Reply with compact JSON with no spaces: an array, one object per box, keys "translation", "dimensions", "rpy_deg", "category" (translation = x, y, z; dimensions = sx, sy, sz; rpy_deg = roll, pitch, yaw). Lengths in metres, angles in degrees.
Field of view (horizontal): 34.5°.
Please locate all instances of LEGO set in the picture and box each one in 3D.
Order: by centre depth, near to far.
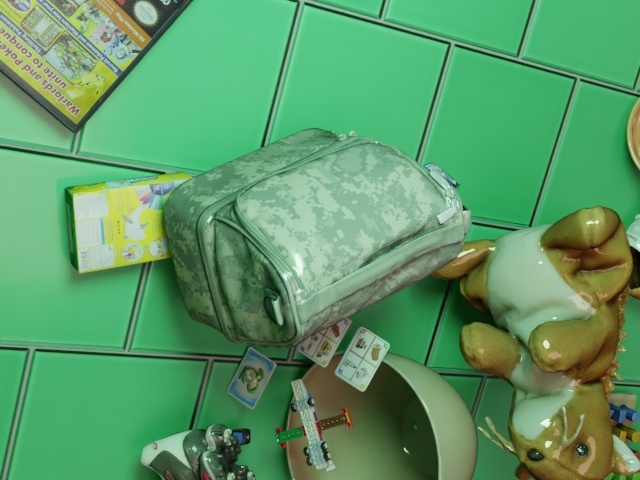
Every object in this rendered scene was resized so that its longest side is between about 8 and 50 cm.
[{"translation":[-0.026,0.202,1.433],"dimensions":[0.244,0.183,0.060],"rpy_deg":[-63,159,8],"category":"LEGO set"}]

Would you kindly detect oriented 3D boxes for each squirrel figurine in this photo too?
[{"translation":[0.362,0.168,1.515],"dimensions":[0.397,0.281,0.370],"rpy_deg":[5,72,-61],"category":"squirrel figurine"}]

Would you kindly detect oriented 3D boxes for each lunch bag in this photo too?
[{"translation":[0.000,0.000,1.275],"dimensions":[0.305,0.256,0.212],"rpy_deg":[-26,121,-32],"category":"lunch bag"}]

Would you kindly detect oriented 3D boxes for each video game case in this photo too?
[{"translation":[-0.296,-0.299,1.153],"dimensions":[0.248,0.035,0.275],"rpy_deg":[-50,125,-5],"category":"video game case"}]

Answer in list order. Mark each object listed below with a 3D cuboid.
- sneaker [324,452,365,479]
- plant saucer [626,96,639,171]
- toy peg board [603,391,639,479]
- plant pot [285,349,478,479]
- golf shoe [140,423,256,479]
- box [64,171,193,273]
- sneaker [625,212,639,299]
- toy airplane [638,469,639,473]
[{"translation":[0.002,0.386,1.571],"dimensions":[0.161,0.057,0.075],"rpy_deg":[-32,104,-15],"category":"sneaker"},{"translation":[0.588,-0.165,1.651],"dimensions":[0.200,0.037,0.199],"rpy_deg":[-1,80,4],"category":"plant saucer"},{"translation":[0.499,0.354,1.806],"dimensions":[0.161,0.079,0.160],"rpy_deg":[5,98,-28],"category":"toy peg board"},{"translation":[0.117,0.291,1.480],"dimensions":[0.191,0.284,0.284],"rpy_deg":[-1,109,-46],"category":"plant pot"},{"translation":[-0.157,0.353,1.449],"dimensions":[0.120,0.105,0.272],"rpy_deg":[-6,131,11],"category":"golf shoe"},{"translation":[-0.224,-0.027,1.291],"dimensions":[0.179,0.043,0.105],"rpy_deg":[-9,112,-25],"category":"box"},{"translation":[0.570,-0.034,1.704],"dimensions":[0.123,0.106,0.290],"rpy_deg":[4,102,-25],"category":"sneaker"},{"translation":[0.553,0.434,1.913],"dimensions":[0.151,0.028,0.151],"rpy_deg":[-10,111,-27],"category":"toy airplane"}]
